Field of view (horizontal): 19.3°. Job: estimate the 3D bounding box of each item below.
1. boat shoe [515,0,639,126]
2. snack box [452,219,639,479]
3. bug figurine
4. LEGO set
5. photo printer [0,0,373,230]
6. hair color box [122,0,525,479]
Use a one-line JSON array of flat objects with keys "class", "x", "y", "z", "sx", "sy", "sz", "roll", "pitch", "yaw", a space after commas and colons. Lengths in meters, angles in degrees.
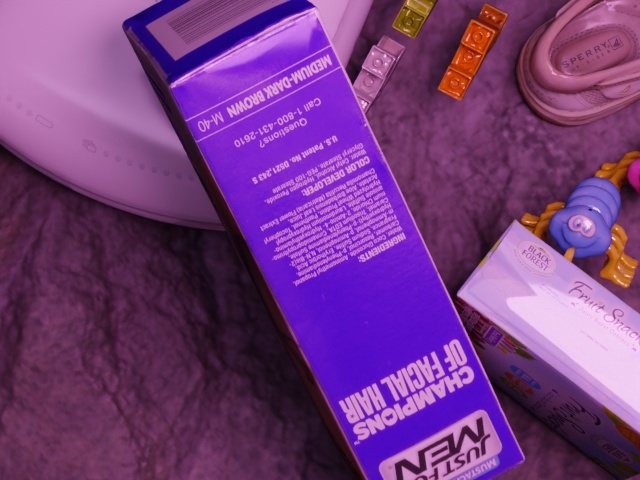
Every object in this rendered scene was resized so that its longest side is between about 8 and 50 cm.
[{"class": "boat shoe", "x": 0.283, "y": -0.185, "z": 1.372, "sx": 0.302, "sy": 0.098, "sz": 0.109, "roll": -28, "pitch": 81, "yaw": -5}, {"class": "snack box", "x": 0.170, "y": 0.080, "z": 1.270, "sx": 0.174, "sy": 0.207, "sz": 0.070, "roll": 37, "pitch": 82, "yaw": 5}, {"class": "bug figurine", "x": 0.281, "y": -0.003, "z": 1.293, "sx": 0.279, "sy": 0.216, "sz": 0.072, "roll": 21, "pitch": 120, "yaw": 6}, {"class": "LEGO set", "x": 0.108, "y": -0.179, "z": 1.362, "sx": 0.087, "sy": 0.093, "sz": 0.227, "roll": 30, "pitch": 111, "yaw": 3}, {"class": "photo printer", "x": -0.100, "y": -0.170, "z": 1.362, "sx": 0.256, "sy": 0.107, "sz": 0.307, "roll": 23, "pitch": 81, "yaw": 3}, {"class": "hair color box", "x": 0.000, "y": 0.000, "z": 1.221, "sx": 0.110, "sy": 0.185, "sz": 0.339, "roll": -29, "pitch": 113, "yaw": -4}]
